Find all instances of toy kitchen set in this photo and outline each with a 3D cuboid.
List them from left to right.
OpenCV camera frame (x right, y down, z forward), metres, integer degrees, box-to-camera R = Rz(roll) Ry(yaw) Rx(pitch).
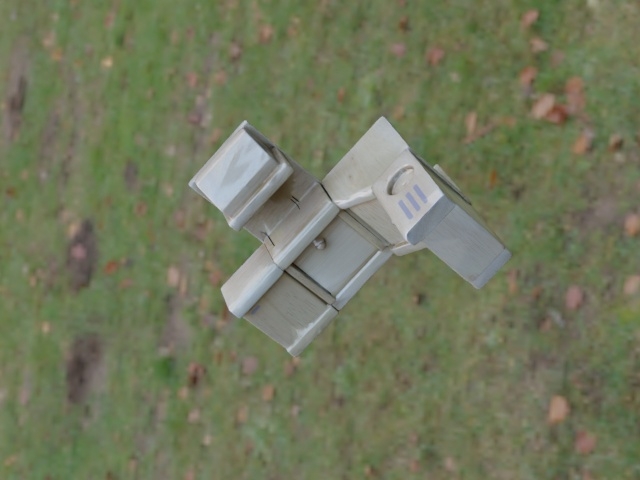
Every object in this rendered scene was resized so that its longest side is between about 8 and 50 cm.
[{"bbox_3d":[0.000,0.000,0.471,0.083,0.068,0.075,-47,26,9],"label":"toy kitchen set"}]
